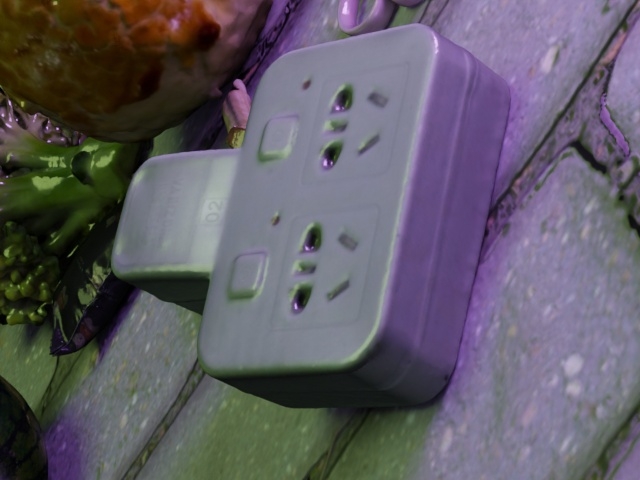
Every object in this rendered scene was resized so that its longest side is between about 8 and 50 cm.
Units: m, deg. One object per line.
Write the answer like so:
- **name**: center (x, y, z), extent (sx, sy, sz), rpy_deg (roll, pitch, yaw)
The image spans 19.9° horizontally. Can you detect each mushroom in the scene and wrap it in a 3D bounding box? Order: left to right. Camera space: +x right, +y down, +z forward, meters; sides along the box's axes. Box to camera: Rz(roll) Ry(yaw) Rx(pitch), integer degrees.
- **mushroom**: center (-0.056, -0.087, 1.423), extent (0.060, 0.061, 0.187), rpy_deg (-67, 22, 11)

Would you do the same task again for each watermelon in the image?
- **watermelon**: center (-0.299, 0.209, 1.547), extent (0.232, 0.127, 0.204), rpy_deg (-2, 67, 63)

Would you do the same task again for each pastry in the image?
- **pastry**: center (-0.146, -0.178, 1.499), extent (0.256, 0.236, 0.170), rpy_deg (-36, 79, 29)

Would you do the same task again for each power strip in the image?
- **power strip**: center (0.000, 0.000, 1.200), extent (0.261, 0.141, 0.230), rpy_deg (-7, 63, 44)

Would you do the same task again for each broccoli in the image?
- **broccoli**: center (-0.304, -0.052, 1.711), extent (0.273, 0.180, 0.242), rpy_deg (-35, 39, 46)

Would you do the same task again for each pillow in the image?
- **pillow**: center (-0.188, 0.028, 1.581), extent (0.150, 0.048, 0.090), rpy_deg (-55, 36, 14)

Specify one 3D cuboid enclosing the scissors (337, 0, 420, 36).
- **scissors**: center (0.055, -0.267, 1.384), extent (0.118, 0.030, 0.242), rpy_deg (-35, 44, 46)
